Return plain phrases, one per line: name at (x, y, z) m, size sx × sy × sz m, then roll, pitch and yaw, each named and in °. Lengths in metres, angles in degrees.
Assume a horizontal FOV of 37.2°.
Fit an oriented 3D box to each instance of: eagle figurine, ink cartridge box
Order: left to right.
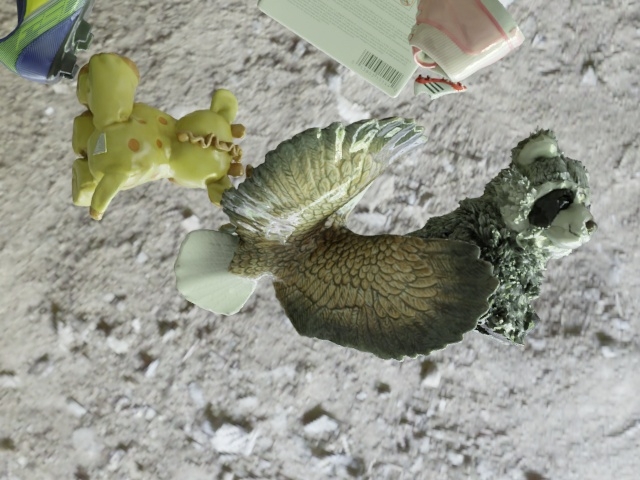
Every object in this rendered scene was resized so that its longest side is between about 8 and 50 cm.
eagle figurine at (0.005, -0.010, 0.958) m, size 0.226 × 0.298 × 0.225 m, roll 12°, pitch 91°, yaw -28°
ink cartridge box at (0.081, -0.435, 1.645) m, size 0.296 × 0.066 × 0.261 m, roll 33°, pitch 116°, yaw -8°

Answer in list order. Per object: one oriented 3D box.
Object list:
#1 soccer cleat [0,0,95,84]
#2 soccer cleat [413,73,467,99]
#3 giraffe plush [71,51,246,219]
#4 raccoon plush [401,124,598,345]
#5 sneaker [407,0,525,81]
soccer cleat at (-0.297, -0.323, 1.098) m, size 0.121 × 0.093 × 0.289 m, roll 21°, pitch 81°, yaw -11°
soccer cleat at (0.183, -0.233, 1.460) m, size 0.083 × 0.029 × 0.035 m, roll 5°, pitch 117°, yaw -11°
giraffe plush at (-0.175, -0.109, 1.054) m, size 0.171 × 0.210 × 0.181 m, roll 2°, pitch 107°, yaw -24°
raccoon plush at (0.192, -0.035, 1.432) m, size 0.446 × 0.216 × 0.299 m, roll 17°, pitch 83°, yaw 26°
sneaker at (0.081, -0.167, 0.672) m, size 0.070 × 0.051 × 0.134 m, roll -38°, pitch 57°, yaw 15°
